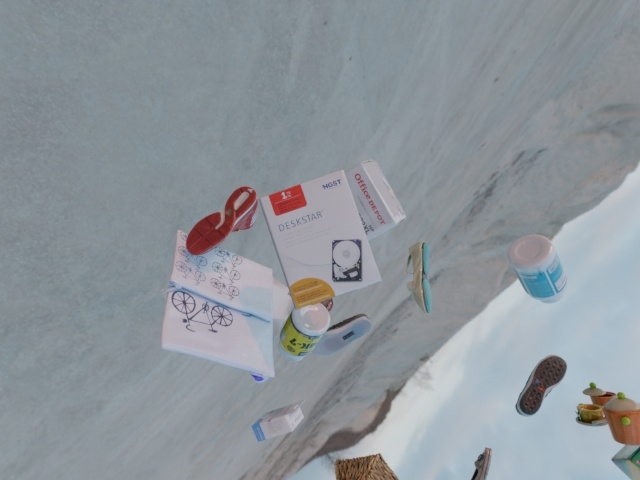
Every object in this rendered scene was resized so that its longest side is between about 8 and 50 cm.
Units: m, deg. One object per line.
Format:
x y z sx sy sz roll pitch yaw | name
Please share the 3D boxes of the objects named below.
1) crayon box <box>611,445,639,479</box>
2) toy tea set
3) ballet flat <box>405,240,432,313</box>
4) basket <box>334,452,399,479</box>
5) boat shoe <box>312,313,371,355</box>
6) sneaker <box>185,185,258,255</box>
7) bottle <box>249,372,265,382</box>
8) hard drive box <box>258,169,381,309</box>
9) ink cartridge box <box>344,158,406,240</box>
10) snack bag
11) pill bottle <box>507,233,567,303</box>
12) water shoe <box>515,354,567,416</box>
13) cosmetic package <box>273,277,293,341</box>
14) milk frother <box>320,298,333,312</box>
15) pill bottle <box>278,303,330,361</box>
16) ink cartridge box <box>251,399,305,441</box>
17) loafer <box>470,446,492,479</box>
0.975 0.695 1.152 0.081 0.278 0.165 -40 148 -6 | crayon box
0.845 0.467 1.199 0.200 0.124 0.336 -7 173 -4 | toy tea set
0.327 0.125 1.413 0.086 0.086 0.248 83 10 -69 | ballet flat
0.173 0.950 1.493 0.223 0.299 0.213 -30 -172 35 | basket
0.089 0.431 1.974 0.306 0.113 0.105 -32 -164 1 | boat shoe
-0.236 -0.028 1.086 0.221 0.087 0.128 -42 161 -12 | sneaker
-0.295 0.556 1.953 0.092 0.118 0.283 -31 138 -30 | bottle
0.000 0.000 0.855 0.181 0.232 0.089 -20 176 3 | hard drive box
0.084 -0.088 1.368 0.307 0.223 0.129 -30 179 29 | ink cartridge box
-0.246 0.161 1.077 0.323 0.343 0.037 29 128 -33 | snack bag
0.761 0.111 1.461 0.146 0.146 0.264 -50 124 -12 | pill bottle
0.623 0.412 1.209 0.203 0.073 0.080 -45 158 -12 | water shoe
-0.267 0.256 1.529 0.365 0.155 0.197 -24 -146 52 | cosmetic package
-0.035 0.204 1.470 0.135 0.143 0.129 111 -18 -70 | milk frother
-0.057 0.284 1.300 0.119 0.119 0.208 -39 163 -42 | pill bottle
-0.130 0.618 1.448 0.181 0.062 0.104 -26 175 20 | ink cartridge box
0.400 0.574 1.054 0.045 0.039 0.125 -15 114 -63 | loafer
